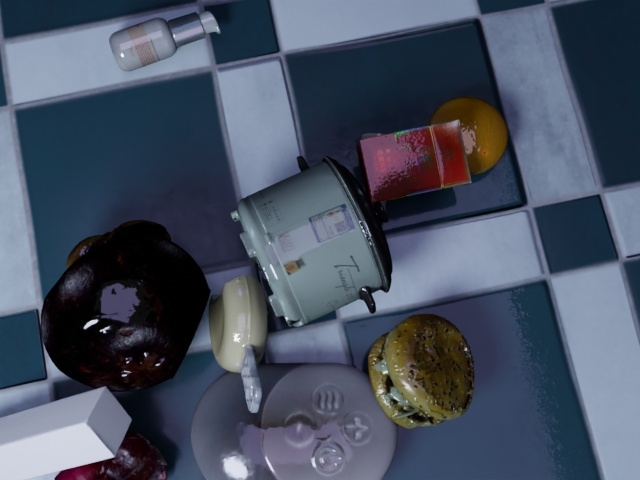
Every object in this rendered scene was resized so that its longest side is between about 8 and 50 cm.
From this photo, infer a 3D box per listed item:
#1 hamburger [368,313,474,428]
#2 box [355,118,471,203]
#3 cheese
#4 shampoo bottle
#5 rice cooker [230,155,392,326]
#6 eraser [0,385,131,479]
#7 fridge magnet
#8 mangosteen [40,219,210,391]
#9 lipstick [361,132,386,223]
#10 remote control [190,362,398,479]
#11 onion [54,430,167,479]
[{"bbox_3d":[0.166,0.214,1.248,0.177,0.113,0.185,51,43,-12],"label":"hamburger"},{"bbox_3d":[0.155,-0.131,1.313,0.175,0.048,0.112,-13,93,-6],"label":"box"},{"bbox_3d":[-0.126,0.170,1.230,0.071,0.163,0.249,3,56,-19],"label":"cheese"},{"bbox_3d":[-0.278,-0.365,1.402,0.192,0.074,0.074,-22,80,-4],"label":"shampoo bottle"},{"bbox_3d":[0.000,0.000,1.248,0.227,0.241,0.280,-25,69,-4],"label":"rice cooker"},{"bbox_3d":[-0.436,0.307,1.196,0.298,0.078,0.076,-18,118,22],"label":"eraser"},{"bbox_3d":[0.257,-0.183,1.377,0.143,0.063,0.143,0,80,1],"label":"fridge magnet"},{"bbox_3d":[-0.300,0.096,1.235,0.233,0.287,0.287,16,79,-7],"label":"mangosteen"},{"bbox_3d":[0.092,-0.088,1.361,0.057,0.063,0.186,2,84,33],"label":"lipstick"},{"bbox_3d":[-0.041,0.307,1.257,0.332,0.103,0.221,-1,70,1],"label":"remote control"},{"bbox_3d":[-0.332,0.380,1.182,0.140,0.218,0.195,39,81,8],"label":"onion"}]
